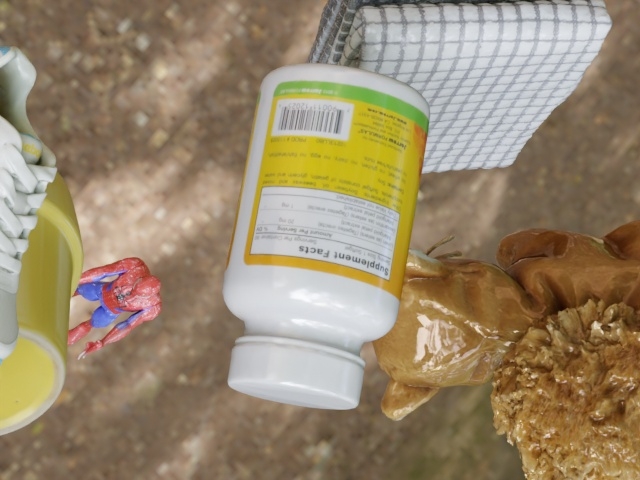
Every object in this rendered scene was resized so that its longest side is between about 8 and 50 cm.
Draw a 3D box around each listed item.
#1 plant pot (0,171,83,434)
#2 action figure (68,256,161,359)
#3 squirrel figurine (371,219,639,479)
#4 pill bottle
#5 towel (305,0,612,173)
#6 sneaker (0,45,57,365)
[{"bbox_3d":[-0.356,0.060,1.745,0.254,0.239,0.254,-11,135,-11],"label":"plant pot"},{"bbox_3d":[-0.292,0.088,2.125,0.139,0.091,0.280,-26,-176,-34],"label":"action figure"},{"bbox_3d":[0.247,0.104,1.781,0.397,0.371,0.281,-120,-142,-65],"label":"squirrel figurine"},{"bbox_3d":[0.000,0.000,1.323,0.136,0.136,0.245,54,44,-72],"label":"pill bottle"},{"bbox_3d":[0.110,-0.164,1.573,0.235,0.121,0.283,-5,159,-14],"label":"towel"},{"bbox_3d":[-0.227,-0.027,1.144,0.092,0.228,0.087,-19,157,18],"label":"sneaker"}]
